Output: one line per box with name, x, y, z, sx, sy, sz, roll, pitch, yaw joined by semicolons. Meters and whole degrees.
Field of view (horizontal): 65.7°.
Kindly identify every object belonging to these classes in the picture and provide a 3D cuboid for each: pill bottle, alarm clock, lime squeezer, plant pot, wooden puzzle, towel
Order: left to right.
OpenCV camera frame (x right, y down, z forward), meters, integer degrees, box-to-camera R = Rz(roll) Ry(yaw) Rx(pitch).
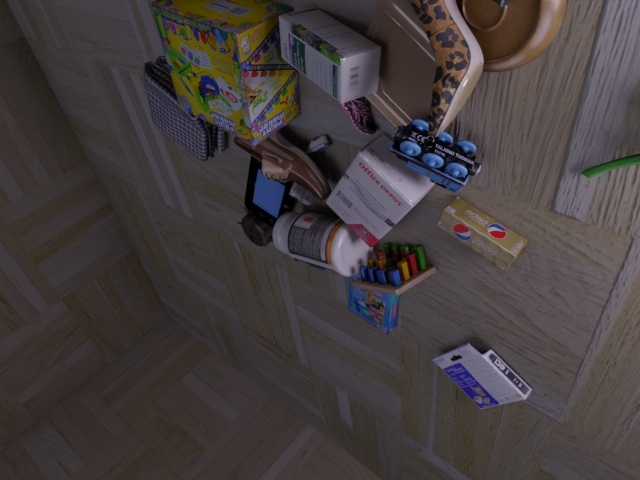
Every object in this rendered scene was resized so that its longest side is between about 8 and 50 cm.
towel;-0.428;-0.404;1.555;0.284;0.121;0.235;39;149;15
alarm clock;-0.210;-0.030;1.760;0.192;0.064;0.129;33;146;18
pill bottle;0.000;0.000;1.427;0.279;0.162;0.162;15;136;43
wooden puzzle;0.169;-0.324;0.953;0.221;0.044;0.238;46;155;4
plant pot;0.267;-0.380;0.795;0.236;0.032;0.236;32;145;26
lime squeezer;0.505;-0.179;0.717;0.310;0.059;0.109;95;157;-52

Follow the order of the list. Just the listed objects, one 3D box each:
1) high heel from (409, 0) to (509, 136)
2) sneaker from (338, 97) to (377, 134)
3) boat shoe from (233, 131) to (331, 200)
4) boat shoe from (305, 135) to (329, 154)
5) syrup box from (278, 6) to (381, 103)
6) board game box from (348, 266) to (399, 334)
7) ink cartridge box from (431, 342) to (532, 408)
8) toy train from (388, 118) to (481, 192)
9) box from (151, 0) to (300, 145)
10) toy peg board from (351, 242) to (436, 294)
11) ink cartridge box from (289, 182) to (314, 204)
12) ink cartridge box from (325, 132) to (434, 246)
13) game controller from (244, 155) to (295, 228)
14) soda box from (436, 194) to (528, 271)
high heel;0.176;-0.319;0.817;0.186;0.093;0.261;29;121;20
sneaker;0.091;-0.291;1.109;0.119;0.047;0.057;51;138;-6
boat shoe;-0.106;-0.207;1.343;0.324;0.116;0.123;43;175;18
boat shoe;-0.011;-0.250;1.293;0.100;0.035;0.035;-12;87;61
syrup box;0.013;-0.377;0.995;0.237;0.096;0.093;47;152;36
board game box;0.162;0.180;1.535;0.160;0.047;0.210;31;146;27
ink cartridge box;0.446;0.375;1.398;0.208;0.045;0.206;44;149;5
toy train;0.224;-0.168;0.988;0.184;0.080;0.105;25;163;2
box;-0.220;-0.432;1.207;0.290;0.177;0.279;30;145;27
toy peg board;0.184;0.065;1.287;0.161;0.161;0.079;4;112;49
ink cartridge box;-0.055;-0.142;1.414;0.083;0.048;0.028;31;164;-37
ink cartridge box;0.135;-0.113;1.190;0.172;0.100;0.237;46;150;5
game controller;-0.156;-0.151;1.548;0.166;0.067;0.319;41;149;12
soda box;0.347;-0.016;1.074;0.181;0.058;0.061;38;147;19
